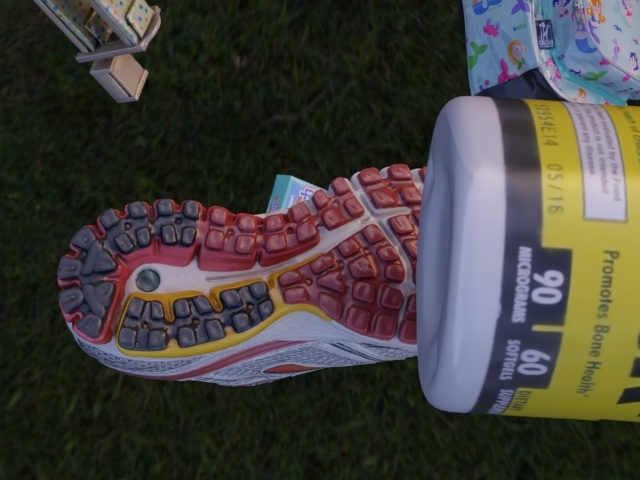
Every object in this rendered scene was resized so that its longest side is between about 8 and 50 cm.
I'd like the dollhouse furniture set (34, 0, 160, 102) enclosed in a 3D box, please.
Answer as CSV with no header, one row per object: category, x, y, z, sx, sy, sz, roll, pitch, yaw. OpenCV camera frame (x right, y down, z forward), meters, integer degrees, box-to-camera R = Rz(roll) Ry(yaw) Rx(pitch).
dollhouse furniture set,-0.205,-0.270,1.237,0.101,0.161,0.182,-4,146,30

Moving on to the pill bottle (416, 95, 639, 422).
pill bottle,0.145,0.011,0.433,0.208,0.119,0.119,3,109,-1

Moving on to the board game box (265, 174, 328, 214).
board game box,0.000,0.000,1.904,0.210,0.047,0.160,20,84,-33

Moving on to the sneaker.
sneaker,-0.006,0.021,0.543,0.225,0.093,0.088,-1,68,-10

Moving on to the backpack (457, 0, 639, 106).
backpack,0.259,-0.243,1.310,0.191,0.253,0.225,-27,153,32
